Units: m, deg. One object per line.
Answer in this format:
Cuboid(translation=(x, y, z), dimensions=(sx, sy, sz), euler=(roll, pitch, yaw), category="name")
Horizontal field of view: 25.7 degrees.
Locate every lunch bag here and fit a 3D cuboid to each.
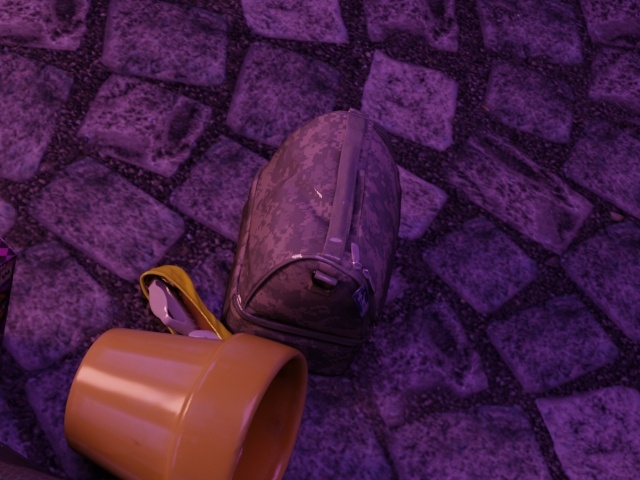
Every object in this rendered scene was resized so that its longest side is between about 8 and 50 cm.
Cuboid(translation=(0.000, 0.000, 1.914), dimensions=(0.213, 0.256, 0.305), euler=(16, 51, -7), category="lunch bag")

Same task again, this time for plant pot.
Cuboid(translation=(-0.171, 0.220, 1.717), dimensions=(0.239, 0.254, 0.254), euler=(16, 49, 15), category="plant pot")

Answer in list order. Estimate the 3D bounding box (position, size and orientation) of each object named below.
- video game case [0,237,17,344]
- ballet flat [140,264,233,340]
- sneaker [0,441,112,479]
Cuboid(translation=(-0.473, 0.122, 1.693), dimensions=(0.042, 0.210, 0.232), euler=(40, 52, 13), category="video game case")
Cuboid(translation=(-0.172, 0.123, 1.875), dimensions=(0.077, 0.077, 0.231), euler=(12, 36, -56), category="ballet flat")
Cuboid(translation=(-0.445, 0.327, 1.600), dimensions=(0.483, 0.185, 0.202), euler=(12, 33, -14), category="sneaker")
